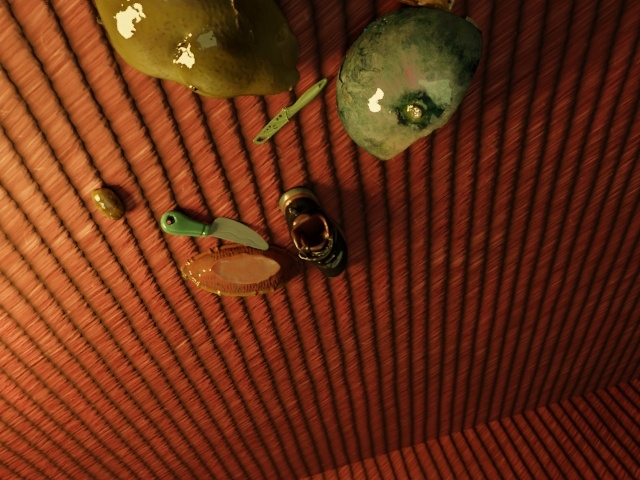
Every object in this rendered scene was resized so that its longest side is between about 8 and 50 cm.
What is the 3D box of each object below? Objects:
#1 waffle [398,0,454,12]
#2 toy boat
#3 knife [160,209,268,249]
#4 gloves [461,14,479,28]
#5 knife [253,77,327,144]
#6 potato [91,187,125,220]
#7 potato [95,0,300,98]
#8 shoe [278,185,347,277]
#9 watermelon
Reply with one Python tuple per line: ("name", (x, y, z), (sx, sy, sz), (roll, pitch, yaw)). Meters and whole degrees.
("waffle", (0.111, -0.534, 0.675), (0.308, 0.091, 0.212), (3, 124, -19))
("toy boat", (-0.195, 0.073, 1.035), (0.318, 0.099, 0.140), (-1, 84, -14))
("knife", (-0.248, -0.027, 0.976), (0.261, 0.063, 0.035), (12, 164, -24))
("gloves", (0.304, -0.433, 0.836), (0.081, 0.037, 0.044), (18, 155, -31))
("knife", (-0.066, -0.275, 0.862), (0.207, 0.014, 0.030), (-39, 127, 15))
("potato", (-0.463, -0.079, 0.882), (0.051, 0.040, 0.083), (-27, 129, -1))
("potato", (-0.180, -0.350, 0.667), (0.351, 0.202, 0.218), (14, 128, -35))
("shoe", (0.000, 0.000, 1.002), (0.114, 0.137, 0.291), (-28, 128, 7))
("watermelon", (0.138, -0.287, 0.774), (0.188, 0.175, 0.321), (20, 130, -22))
